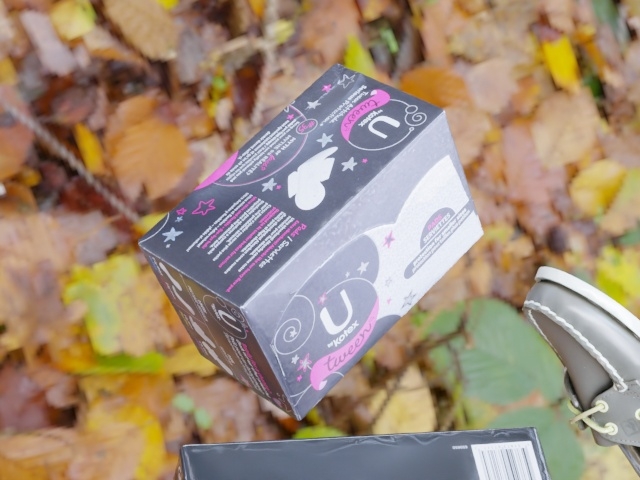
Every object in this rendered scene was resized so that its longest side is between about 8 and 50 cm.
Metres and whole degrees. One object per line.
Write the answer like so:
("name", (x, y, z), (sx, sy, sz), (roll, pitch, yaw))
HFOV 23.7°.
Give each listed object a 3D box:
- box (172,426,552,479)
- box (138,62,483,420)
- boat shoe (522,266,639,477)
("box", (0.020, 0.226, 1.097), (0.261, 0.184, 0.103), (-1, 56, -16))
("box", (0.000, 0.000, 1.306), (0.247, 0.142, 0.163), (-43, 137, -19))
("boat shoe", (0.273, 0.147, 1.318), (0.305, 0.109, 0.091), (45, 80, -19))
